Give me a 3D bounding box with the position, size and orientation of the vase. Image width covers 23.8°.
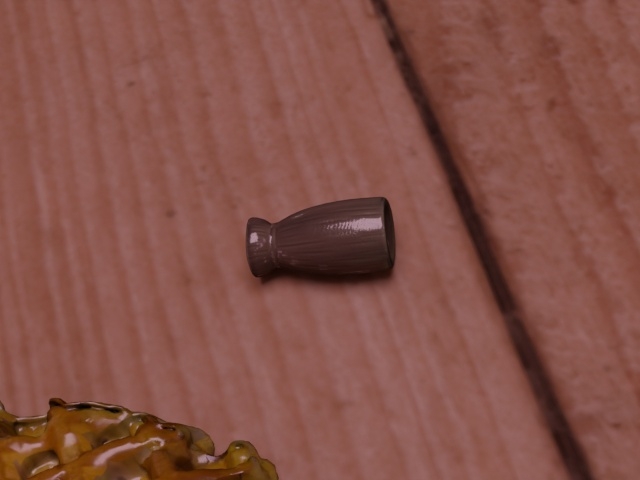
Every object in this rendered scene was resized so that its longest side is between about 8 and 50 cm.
[{"bbox_3d":[0.000,0.000,1.071,0.100,0.053,0.053,-7,51,10],"label":"vase"}]

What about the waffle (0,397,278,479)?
[{"bbox_3d":[-0.180,0.214,0.898,0.325,0.068,0.302,5,45,31],"label":"waffle"}]
